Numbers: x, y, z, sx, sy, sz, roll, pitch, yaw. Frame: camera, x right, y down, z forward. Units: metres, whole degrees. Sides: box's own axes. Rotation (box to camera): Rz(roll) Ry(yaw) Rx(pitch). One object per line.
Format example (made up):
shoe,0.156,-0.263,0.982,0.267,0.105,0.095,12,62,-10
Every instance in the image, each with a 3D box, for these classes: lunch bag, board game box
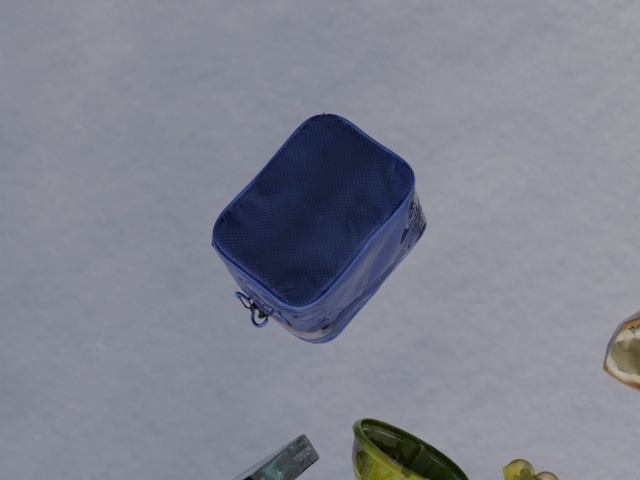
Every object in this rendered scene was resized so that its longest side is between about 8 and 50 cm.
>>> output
lunch bag,0.000,0.000,0.662,0.067,0.065,0.098,40,82,22
board game box,-0.097,0.221,1.127,0.186,0.126,0.026,-35,86,19

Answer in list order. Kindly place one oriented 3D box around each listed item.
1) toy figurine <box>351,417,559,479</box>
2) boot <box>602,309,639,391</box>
toy figurine,0.138,0.338,1.361,0.217,0.362,0.191,-53,24,27
boot,0.311,0.040,1.134,0.236,0.269,0.089,-21,95,54
